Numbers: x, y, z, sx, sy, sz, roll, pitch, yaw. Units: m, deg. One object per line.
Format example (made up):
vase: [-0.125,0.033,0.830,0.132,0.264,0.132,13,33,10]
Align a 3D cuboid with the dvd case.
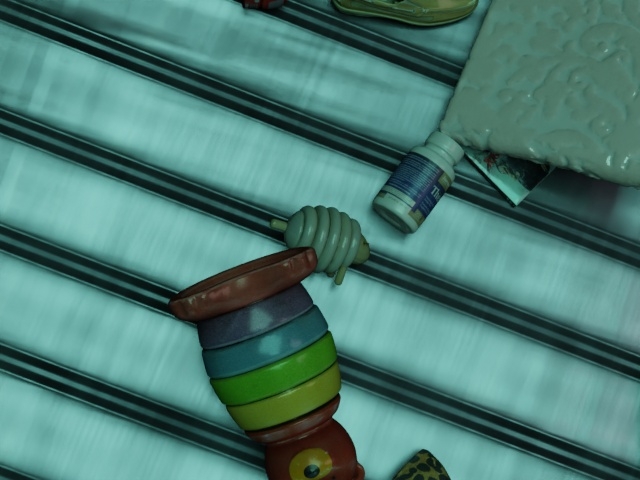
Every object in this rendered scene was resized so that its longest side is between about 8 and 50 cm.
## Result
dvd case: [0.234,-0.113,1.708,0.087,0.013,0.119,-43,86,-10]

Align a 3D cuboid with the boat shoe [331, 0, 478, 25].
boat shoe: [0.110,-0.309,1.695,0.190,0.072,0.068,-2,81,-6]

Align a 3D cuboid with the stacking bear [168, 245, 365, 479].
stacking bear: [-0.044,0.169,1.566,0.175,0.164,0.289,-21,95,-6]

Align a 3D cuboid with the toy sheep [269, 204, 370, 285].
toy sheep: [0.000,0.000,1.632,0.132,0.091,0.091,16,80,-22]

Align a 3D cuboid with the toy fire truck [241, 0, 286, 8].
toy fire truck: [-0.035,-0.385,1.705,0.135,0.047,0.192,1,82,-7]

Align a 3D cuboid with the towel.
towel: [0.346,-0.225,1.638,0.331,0.053,0.317,16,76,29]

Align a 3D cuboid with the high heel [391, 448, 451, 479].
high heel: [0.029,0.339,1.602,0.261,0.093,0.186,-2,59,6]

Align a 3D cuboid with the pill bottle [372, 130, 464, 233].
pill bottle: [0.123,-0.073,1.663,0.067,0.067,0.120,37,80,1]
